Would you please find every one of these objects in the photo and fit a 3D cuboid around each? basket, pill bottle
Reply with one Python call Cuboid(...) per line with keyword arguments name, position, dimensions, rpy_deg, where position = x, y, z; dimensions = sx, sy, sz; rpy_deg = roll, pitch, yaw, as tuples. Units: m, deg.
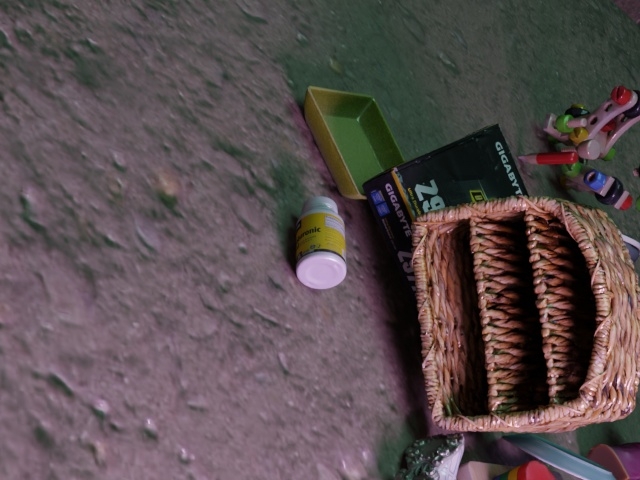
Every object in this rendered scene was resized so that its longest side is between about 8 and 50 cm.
Cuboid(name="basket", position=(0.272, 0.093, 1.451), dimensions=(0.223, 0.213, 0.299), rpy_deg=(11, 69, -38))
Cuboid(name="pill bottle", position=(0.000, 0.000, 1.445), dimensions=(0.065, 0.065, 0.116), rpy_deg=(36, 35, -32))

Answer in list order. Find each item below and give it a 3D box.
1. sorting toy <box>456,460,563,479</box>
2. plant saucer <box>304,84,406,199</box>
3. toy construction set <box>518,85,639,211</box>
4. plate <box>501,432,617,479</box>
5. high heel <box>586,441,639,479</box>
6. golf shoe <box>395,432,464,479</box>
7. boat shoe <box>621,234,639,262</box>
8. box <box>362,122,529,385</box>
Cuboid(name="sorting toy", position=(0.318, 0.414, 1.488), dimensions=(0.255, 0.089, 0.257), rpy_deg=(18, 47, -47))
Cuboid(name="plant saucer", position=(0.054, -0.134, 1.672), dimensions=(0.188, 0.045, 0.188), rpy_deg=(-3, 64, -56))
Cuboid(name="toy construction set", position=(0.528, -0.185, 2.322), dimensions=(0.308, 0.237, 0.258), rpy_deg=(-3, 93, -38))
Cuboid(name="plate", position=(0.344, 0.307, 1.572), dimensions=(0.188, 0.024, 0.188), rpy_deg=(25, -3, 1))
Cuboid(name="high heel", position=(0.547, 0.478, 1.719), dimensions=(0.181, 0.127, 0.377), rpy_deg=(14, 49, -42))
Cuboid(name="golf shoe", position=(0.138, 0.300, 1.381), dimensions=(0.176, 0.069, 0.086), rpy_deg=(-39, 118, -59))
Cuboid(name="boat shoe", position=(0.548, 0.022, 2.228), dimensions=(0.319, 0.116, 0.099), rpy_deg=(17, 91, -57))
Cuboid(name="box", position=(0.225, 0.015, 1.632), dimensions=(0.257, 0.079, 0.322), rpy_deg=(-24, 92, -40))
